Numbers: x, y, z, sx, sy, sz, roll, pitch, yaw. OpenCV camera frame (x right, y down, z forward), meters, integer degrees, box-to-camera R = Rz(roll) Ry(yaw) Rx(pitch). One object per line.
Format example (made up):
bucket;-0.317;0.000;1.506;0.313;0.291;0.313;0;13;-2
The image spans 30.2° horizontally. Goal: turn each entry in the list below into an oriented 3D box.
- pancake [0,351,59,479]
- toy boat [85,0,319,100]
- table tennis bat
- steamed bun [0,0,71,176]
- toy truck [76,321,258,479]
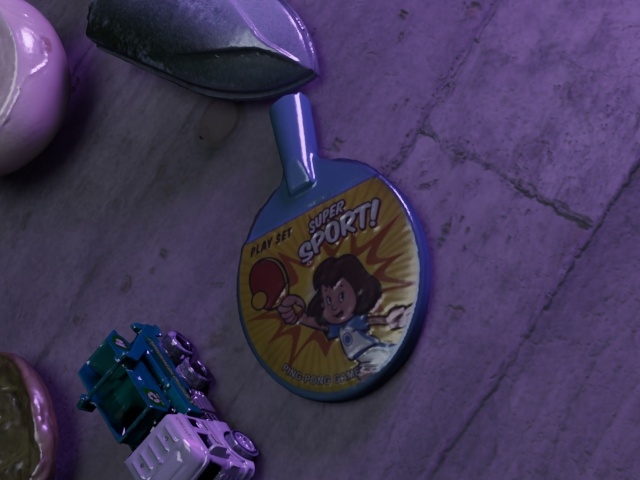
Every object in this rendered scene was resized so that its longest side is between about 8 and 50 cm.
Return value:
pancake;-0.366;0.250;1.336;0.241;0.050;0.242;-17;64;40
toy boat;-0.127;-0.235;1.318;0.319;0.092;0.141;27;89;32
table tennis bat;0.000;0.000;1.172;0.215;0.044;0.329;-27;61;26
steamed bun;-0.400;-0.184;1.454;0.231;0.145;0.232;-4;82;25
toy truck;-0.165;0.174;1.173;0.110;0.116;0.216;-48;53;11
